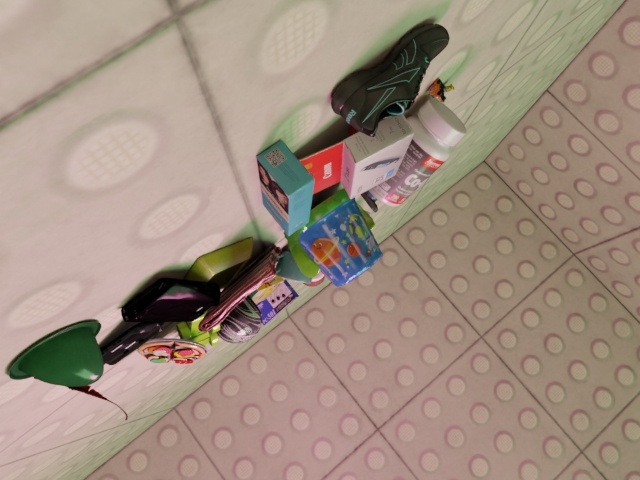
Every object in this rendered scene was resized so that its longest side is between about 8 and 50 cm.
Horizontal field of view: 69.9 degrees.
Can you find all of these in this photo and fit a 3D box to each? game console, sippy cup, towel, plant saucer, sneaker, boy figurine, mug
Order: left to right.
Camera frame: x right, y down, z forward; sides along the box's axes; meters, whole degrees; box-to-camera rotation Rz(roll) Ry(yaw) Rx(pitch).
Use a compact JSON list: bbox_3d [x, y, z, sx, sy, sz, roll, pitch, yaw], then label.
[{"bbox_3d":[-0.415,0.201,1.077,0.361,0.043,0.213,-35,158,15],"label":"game console"},{"bbox_3d":[-0.264,0.085,1.166,0.188,0.045,0.188,-26,162,-52],"label":"plant saucer"},{"bbox_3d":[-0.207,0.118,1.255,0.237,0.037,0.329,-40,-172,5],"label":"towel"},{"bbox_3d":[-0.088,0.082,1.538,0.158,0.130,0.097,21,82,-70],"label":"mug"},{"bbox_3d":[0.051,0.001,1.313,0.306,0.224,0.240,-36,-179,-14],"label":"sippy cup"},{"bbox_3d":[0.277,-0.222,1.638,0.285,0.092,0.177,-37,167,6],"label":"boy figurine"},{"bbox_3d":[0.147,-0.293,0.851,0.267,0.106,0.101,-40,168,-8],"label":"sneaker"}]

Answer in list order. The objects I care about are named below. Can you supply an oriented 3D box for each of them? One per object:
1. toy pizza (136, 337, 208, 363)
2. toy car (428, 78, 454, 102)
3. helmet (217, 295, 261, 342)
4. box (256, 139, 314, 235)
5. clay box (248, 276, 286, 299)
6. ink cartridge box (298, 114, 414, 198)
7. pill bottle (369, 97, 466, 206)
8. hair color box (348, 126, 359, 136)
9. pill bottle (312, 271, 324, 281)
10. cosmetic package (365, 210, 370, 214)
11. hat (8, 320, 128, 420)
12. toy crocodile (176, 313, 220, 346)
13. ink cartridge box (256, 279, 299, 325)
[{"bbox_3d":[-0.430,0.328,1.328,0.202,0.032,0.201,-2,150,-1],"label":"toy pizza"},{"bbox_3d":[0.317,-0.383,1.202,0.041,0.060,0.122,-9,-179,34],"label":"toy car"},{"bbox_3d":[-0.280,0.264,1.535,0.169,0.161,0.169,-38,170,-8],"label":"helmet"},{"bbox_3d":[-0.071,-0.095,0.930,0.060,0.100,0.244,-37,169,-13],"label":"box"},{"bbox_3d":[-0.224,0.183,1.695,0.127,0.053,0.222,-44,170,21],"label":"clay box"},{"bbox_3d":[0.066,-0.160,1.062,0.261,0.066,0.296,-27,171,-2],"label":"ink cartridge box"},{"bbox_3d":[0.256,-0.242,1.279,0.283,0.161,0.161,-47,167,34],"label":"pill bottle"},{"bbox_3d":[0.120,-0.276,0.992,0.072,0.043,0.141,-33,169,-31],"label":"hair color box"},{"bbox_3d":[-0.036,0.130,1.935,0.121,0.121,0.216,-38,169,-11],"label":"pill bottle"},{"bbox_3d":[0.109,-0.025,1.773,0.231,0.086,0.117,123,-14,-60],"label":"cosmetic package"},{"bbox_3d":[-0.464,0.281,0.910,0.173,0.183,0.208,-43,169,18],"label":"hat"},{"bbox_3d":[-0.382,0.271,1.407,0.115,0.105,0.340,-22,158,-25],"label":"toy crocodile"},{"bbox_3d":[-0.202,0.278,2.039,0.207,0.097,0.046,-43,169,17],"label":"ink cartridge box"}]
